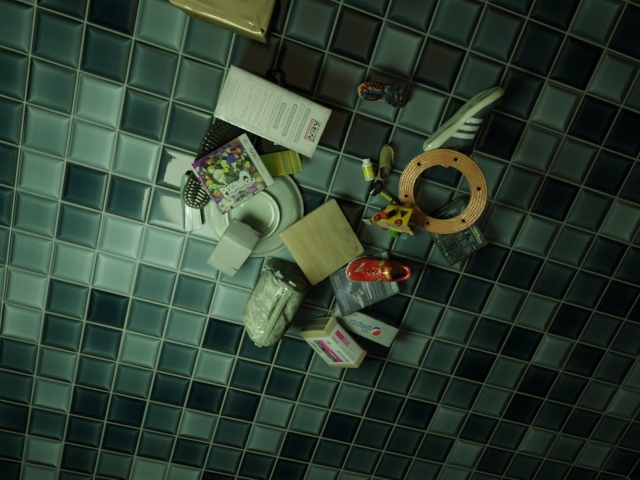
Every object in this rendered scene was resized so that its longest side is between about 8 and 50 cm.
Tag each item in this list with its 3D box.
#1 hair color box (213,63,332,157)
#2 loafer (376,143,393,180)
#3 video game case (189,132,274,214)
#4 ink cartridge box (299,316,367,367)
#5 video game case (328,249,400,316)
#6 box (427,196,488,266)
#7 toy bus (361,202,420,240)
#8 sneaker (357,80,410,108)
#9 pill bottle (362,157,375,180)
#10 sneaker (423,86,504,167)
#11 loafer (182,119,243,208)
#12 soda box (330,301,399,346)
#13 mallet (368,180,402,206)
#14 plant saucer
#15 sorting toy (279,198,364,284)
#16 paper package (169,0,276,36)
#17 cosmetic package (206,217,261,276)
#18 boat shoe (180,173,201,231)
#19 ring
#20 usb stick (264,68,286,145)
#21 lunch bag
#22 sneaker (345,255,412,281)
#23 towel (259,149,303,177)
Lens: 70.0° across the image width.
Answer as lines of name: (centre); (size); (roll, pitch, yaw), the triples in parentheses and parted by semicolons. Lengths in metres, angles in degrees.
hair color box: (-0.166, -0.458, 1.629); (0.374, 0.114, 0.186); (22, 106, -10)
loafer: (0.257, -0.301, 1.788); (0.056, 0.050, 0.148); (5, 109, -6)
video game case: (-0.315, -0.239, 1.652); (0.232, 0.042, 0.210); (-34, 103, -15)
ink cartridge box: (0.050, 0.439, 1.955); (0.235, 0.193, 0.088); (49, 56, -16)
video game case: (0.184, 0.177, 1.907); (0.274, 0.026, 0.196); (-21, 100, -12)
box: (0.555, -0.035, 1.892); (0.183, 0.059, 0.233); (-33, 107, 8)
toy bus: (0.294, -0.095, 1.815); (0.202, 0.191, 0.105); (27, 77, -7)
sneaker: (0.232, -0.550, 1.688); (0.221, 0.087, 0.083); (8, 119, -24)
pill bottle: (0.188, -0.281, 1.794); (0.043, 0.043, 0.083); (-15, 109, 2)
sneaker: (0.564, -0.419, 1.730); (0.350, 0.131, 0.148); (-41, 105, 20)
loafer: (-0.414, -0.292, 1.704); (0.133, 0.130, 0.366); (31, 83, -20)
soda box: (0.189, 0.354, 1.986); (0.286, 0.091, 0.098); (24, 104, -11)
mallet: (0.273, -0.163, 1.847); (0.189, 0.039, 0.062); (40, 111, -21)
plant saucer: (-0.263, -0.111, 1.798); (0.400, 0.100, 0.401); (-1, 108, -3)
sorting toy: (0.000, 0.000, 1.834); (0.255, 0.089, 0.257); (-33, 109, -5)
paper package: (-0.293, -0.768, 1.452); (0.309, 0.325, 0.168); (17, 107, -9)
cosmetic package: (-0.334, 0.030, 1.753); (0.127, 0.107, 0.238); (31, 143, -9)
boat shoe: (-0.502, -0.149, 1.792); (0.075, 0.083, 0.227); (-6, 111, -30)
ring: (0.468, -0.187, 1.759); (0.336, 0.032, 0.337); (10, 115, 23)
usb stick: (-0.162, -0.489, 1.703); (0.077, 0.045, 0.278); (-1, 109, 4)
lunch bag: (-0.176, 0.249, 1.842); (0.212, 0.256, 0.305); (25, 105, -11)
sneaker: (0.241, 0.119, 1.843); (0.278, 0.118, 0.108); (-1, 94, -17)
towel: (-0.191, -0.284, 1.742); (0.237, 0.021, 0.102); (-12, 72, -9)
